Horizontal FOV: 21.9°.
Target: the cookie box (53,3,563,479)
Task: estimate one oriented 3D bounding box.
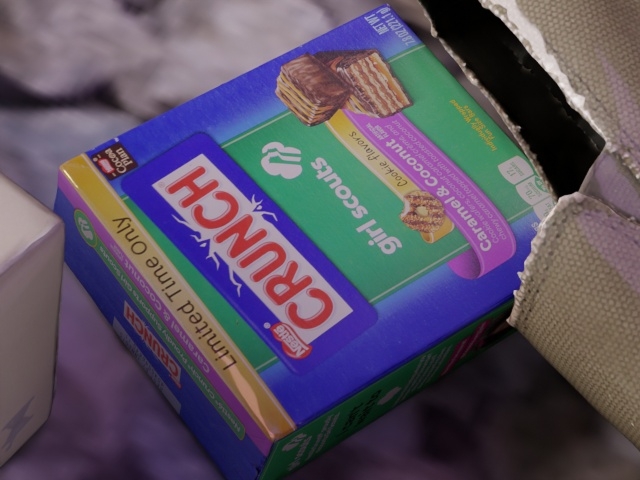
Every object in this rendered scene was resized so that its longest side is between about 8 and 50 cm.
[{"bbox_3d":[0.000,0.000,0.426,0.107,0.040,0.092,-30,69,-26],"label":"cookie box"}]

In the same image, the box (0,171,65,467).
[{"bbox_3d":[-0.194,-0.027,0.369,0.275,0.094,0.113,35,57,12],"label":"box"}]

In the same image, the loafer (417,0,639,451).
[{"bbox_3d":[0.086,0.019,0.377,0.087,0.094,0.251,-17,68,-6],"label":"loafer"}]
